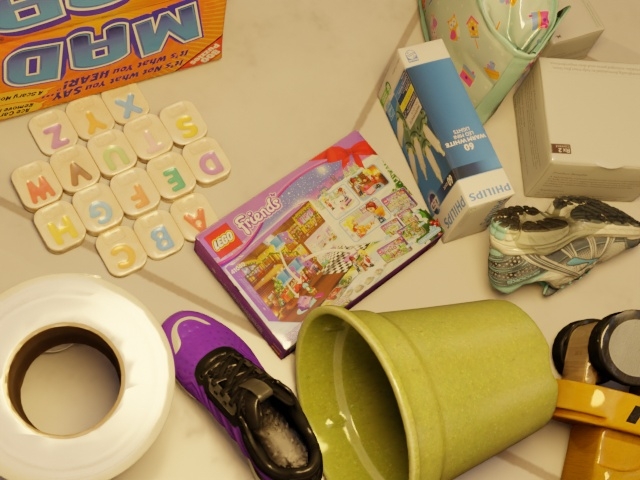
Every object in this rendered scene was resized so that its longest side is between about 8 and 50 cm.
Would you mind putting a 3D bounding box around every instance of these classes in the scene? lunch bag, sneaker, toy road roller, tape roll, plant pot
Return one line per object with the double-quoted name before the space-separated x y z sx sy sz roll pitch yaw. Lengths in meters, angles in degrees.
"lunch bag" 0.254 -0.323 1.423 0.160 0.223 0.262 1 68 -15
"sneaker" -0.091 0.190 1.195 0.102 0.146 0.293 -37 78 -21
"toy road roller" 0.444 0.238 1.245 0.330 0.202 0.240 15 81 -2
"sneaker" 0.346 0.010 1.379 0.283 0.122 0.110 -5 28 -30
"tape roll" -0.300 0.172 1.136 0.246 0.169 0.246 3 77 -11
"plant pot" 0.143 0.187 1.193 0.254 0.276 0.276 -12 70 -26

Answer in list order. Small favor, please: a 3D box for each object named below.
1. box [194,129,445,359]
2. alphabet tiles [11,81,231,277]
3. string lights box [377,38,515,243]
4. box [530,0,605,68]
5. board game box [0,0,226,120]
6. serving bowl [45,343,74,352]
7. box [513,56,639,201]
"box" 0.000 0.000 1.338 0.293 0.057 0.201 -35 78 -20
"alphabet tiles" -0.278 -0.095 1.352 0.284 0.021 0.278 -26 74 -19
"string lights box" 0.177 -0.143 1.385 0.077 0.133 0.259 -16 71 -16
"box" 0.373 -0.341 1.525 0.102 0.087 0.101 -18 72 -16
"board game box" -0.353 -0.438 1.293 0.357 0.356 0.356 -19 70 -17
"serving bowl" -0.349 0.109 1.250 0.083 0.027 0.083 3 67 -8
"box" 0.400 -0.164 1.440 0.181 0.119 0.181 3 67 -9
